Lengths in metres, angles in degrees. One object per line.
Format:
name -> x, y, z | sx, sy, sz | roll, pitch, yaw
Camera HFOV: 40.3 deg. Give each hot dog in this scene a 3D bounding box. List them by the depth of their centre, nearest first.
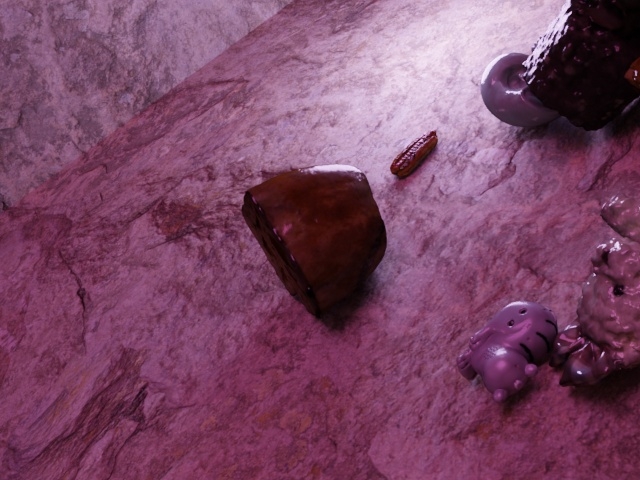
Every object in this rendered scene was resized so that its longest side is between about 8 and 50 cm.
hot dog -> 0.214, -0.200, 1.982 | 0.144, 0.038, 0.062 | -45, 34, -15

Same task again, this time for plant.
plant -> 0.550, -0.384, 1.666 | 0.312, 0.215, 0.213 | -59, 6, 35

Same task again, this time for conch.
conch -> 0.438, -0.311, 1.852 | 0.185, 0.121, 0.221 | -14, 43, 5

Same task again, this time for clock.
clock -> 0.316, 0.176, 1.391 | 0.176, 0.080, 0.117 | -41, 33, -8

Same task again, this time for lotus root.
lotus root -> 0.000, 0.000, 1.765 | 0.250, 0.316, 0.316 | -25, 30, -18

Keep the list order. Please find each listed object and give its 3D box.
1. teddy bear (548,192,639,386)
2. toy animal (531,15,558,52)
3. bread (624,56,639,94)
teddy bear -> 0.480, -0.005, 1.269 | 0.362, 0.375, 0.327 | -17, 22, 1
toy animal -> 0.571, -0.533, 1.867 | 0.225, 0.284, 0.302 | -35, 32, -5
bread -> 0.716, -0.287, 1.451 | 0.324, 0.167, 0.277 | -32, 29, 3
